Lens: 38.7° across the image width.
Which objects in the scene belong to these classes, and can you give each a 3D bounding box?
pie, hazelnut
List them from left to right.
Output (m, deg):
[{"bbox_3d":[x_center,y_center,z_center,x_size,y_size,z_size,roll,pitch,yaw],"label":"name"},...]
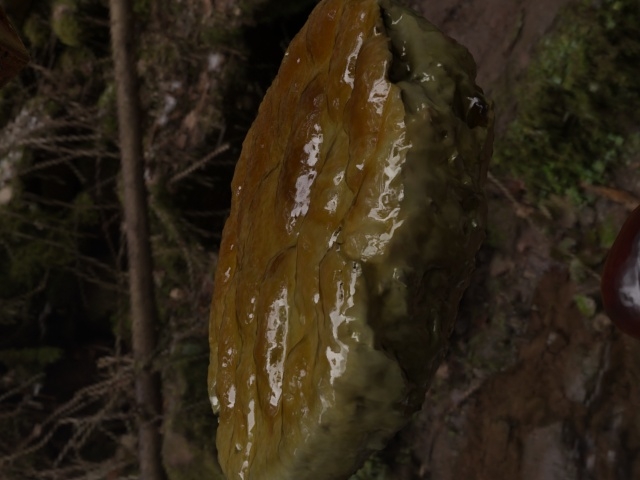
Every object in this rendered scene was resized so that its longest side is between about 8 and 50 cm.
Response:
[{"bbox_3d":[0.000,0.000,0.565,0.339,0.083,0.339,-168,90,-73],"label":"pie"},{"bbox_3d":[0.492,0.042,1.267,0.229,0.229,0.229,-164,90,-70],"label":"hazelnut"}]

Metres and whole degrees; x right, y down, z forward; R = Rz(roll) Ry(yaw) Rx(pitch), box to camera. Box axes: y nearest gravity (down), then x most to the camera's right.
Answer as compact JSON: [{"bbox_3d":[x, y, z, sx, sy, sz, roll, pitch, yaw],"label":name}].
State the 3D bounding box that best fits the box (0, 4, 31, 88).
[{"bbox_3d":[-0.453,-0.198,0.783,0.259,0.214,0.283,-30,-7,5],"label":"box"}]
